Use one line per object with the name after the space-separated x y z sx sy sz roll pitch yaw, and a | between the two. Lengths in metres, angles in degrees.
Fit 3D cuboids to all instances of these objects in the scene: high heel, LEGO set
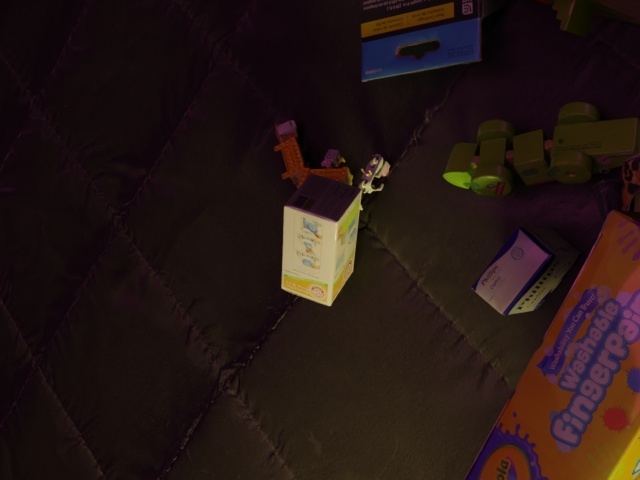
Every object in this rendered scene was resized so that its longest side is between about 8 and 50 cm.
0.475 -0.026 1.229 0.261 0.093 0.186 122 140 -74 | high heel
0.002 -0.126 1.679 0.287 0.107 0.132 26 71 40 | LEGO set

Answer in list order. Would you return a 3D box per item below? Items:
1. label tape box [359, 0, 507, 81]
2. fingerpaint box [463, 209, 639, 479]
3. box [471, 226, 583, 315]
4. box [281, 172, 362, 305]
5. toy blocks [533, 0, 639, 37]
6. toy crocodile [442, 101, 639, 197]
0.189 -0.448 1.504 0.240 0.106 0.334 -2 89 38 | label tape box
0.412 0.195 1.161 0.163 0.371 0.445 36 110 33 | fingerpaint box
0.327 0.048 1.374 0.072 0.137 0.126 46 116 28 | box
0.000 0.000 1.583 0.103 0.114 0.203 19 132 17 | box
0.318 -0.410 1.274 0.261 0.381 0.191 31 110 50 | toy blocks
0.349 -0.132 1.384 0.340 0.105 0.115 -8 58 33 | toy crocodile
